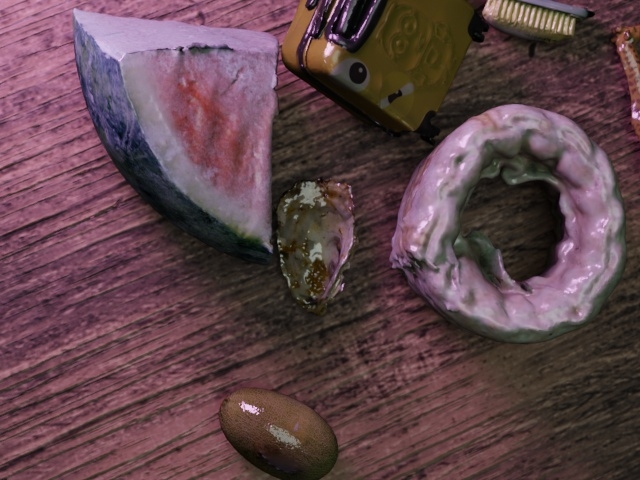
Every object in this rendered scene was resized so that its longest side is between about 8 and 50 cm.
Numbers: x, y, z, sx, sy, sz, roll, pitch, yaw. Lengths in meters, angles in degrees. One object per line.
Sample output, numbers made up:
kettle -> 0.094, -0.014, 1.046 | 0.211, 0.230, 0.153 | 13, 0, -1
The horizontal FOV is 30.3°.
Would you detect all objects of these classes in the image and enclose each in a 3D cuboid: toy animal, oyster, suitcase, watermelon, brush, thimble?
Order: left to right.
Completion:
watermelon -> -0.135, -0.157, 1.429 | 0.258, 0.228, 0.387 | -42, 101, -16
oyster -> -0.002, 0.008, 1.515 | 0.106, 0.056, 0.177 | -8, 91, -2
suitcase -> 0.072, -0.249, 1.462 | 0.235, 0.143, 0.193 | 30, 83, -39
brush -> 0.215, -0.307, 1.536 | 0.297, 0.068, 0.060 | 12, 101, -15
thimble -> 0.228, -0.013, 1.481 | 0.292, 0.195, 0.291 | 0, 88, -5
toy animal -> 0.466, -0.163, 1.590 | 0.275, 0.054, 0.149 | 44, 81, -6

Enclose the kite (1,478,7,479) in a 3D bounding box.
kite -> -0.398, 0.445, 1.471 | 0.152, 0.015, 0.285 | 18, 87, -9

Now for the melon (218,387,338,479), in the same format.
melon -> -0.054, 0.243, 1.485 | 0.162, 0.099, 0.099 | 31, 85, -5
